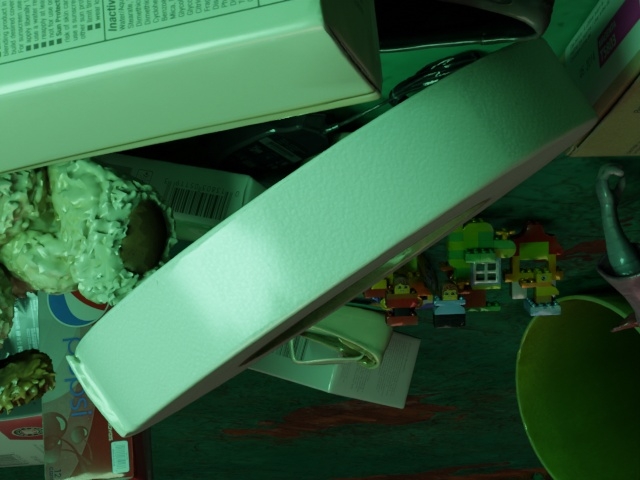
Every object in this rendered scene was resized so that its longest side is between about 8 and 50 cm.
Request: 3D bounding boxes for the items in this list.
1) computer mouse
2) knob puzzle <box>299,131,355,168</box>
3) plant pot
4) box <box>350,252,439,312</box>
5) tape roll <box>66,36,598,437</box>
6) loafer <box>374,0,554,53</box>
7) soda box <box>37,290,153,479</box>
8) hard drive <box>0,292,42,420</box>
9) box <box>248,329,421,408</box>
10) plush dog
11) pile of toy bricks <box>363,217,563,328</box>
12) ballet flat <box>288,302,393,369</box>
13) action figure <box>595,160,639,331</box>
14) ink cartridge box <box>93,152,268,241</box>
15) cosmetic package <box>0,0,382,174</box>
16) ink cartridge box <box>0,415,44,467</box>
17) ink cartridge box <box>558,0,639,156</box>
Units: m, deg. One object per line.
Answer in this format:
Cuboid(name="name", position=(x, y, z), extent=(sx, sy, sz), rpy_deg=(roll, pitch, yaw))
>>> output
Cuboid(name="computer mouse", position=(0.015, -0.106, 1.155), extent=(0.242, 0.041, 0.071), rpy_deg=(-19, 158, 19))
Cuboid(name="knob puzzle", position=(0.065, -0.072, 1.273), extent=(0.213, 0.030, 0.213), rpy_deg=(-5, 163, -2))
Cuboid(name="plant pot", position=(0.447, 0.175, 1.845), extent=(0.293, 0.275, 0.274), rpy_deg=(-12, 169, -34))
Cuboid(name="box", position=(0.069, 0.042, 1.618), extent=(0.105, 0.043, 0.179), rpy_deg=(-8, 161, 12))
Cuboid(name="tape roll", position=(0.011, 0.001, 1.002), extent=(0.392, 0.072, 0.392), rpy_deg=(-34, 176, -3))
Cuboid(name="loafer", position=(-0.003, -0.147, 0.904), extent=(0.302, 0.095, 0.109), rpy_deg=(-10, 162, 15))
Cuboid(name="soda box", position=(-0.209, 0.100, 1.353), extent=(0.083, 0.263, 0.092), rpy_deg=(-7, 163, 5))
Cuboid(name="hard drive", position=(-0.347, 0.098, 1.487), extent=(0.254, 0.172, 0.054), rpy_deg=(-7, -174, 3))
Cuboid(name="box", position=(0.017, 0.134, 1.746), extent=(0.130, 0.091, 0.170), rpy_deg=(12, 176, 35))
Cuboid(name="plush dog", position=(-0.268, 0.013, 1.023), extent=(0.262, 0.225, 0.210), rpy_deg=(27, 179, -39))
Cuboid(name="pile of toy bricks", position=(0.150, 0.020, 1.486), extent=(0.212, 0.105, 0.118), rpy_deg=(-3, -166, -4))
Cuboid(name="ballet flat", position=(-0.040, 0.089, 1.582), extent=(0.248, 0.086, 0.086), rpy_deg=(13, 159, -11))
Cuboid(name="action figure", position=(0.398, 0.032, 1.341), extent=(0.248, 0.276, 0.370), rpy_deg=(-4, 150, -23))
Cuboid(name="ink cartridge box", position=(-0.094, -0.012, 1.274), extent=(0.181, 0.056, 0.224), rpy_deg=(10, 166, 27))
Cuboid(name="cosmetic package", position=(-0.133, -0.136, 0.802), extent=(0.309, 0.160, 0.113), rpy_deg=(-9, 163, 17))
Cuboid(name="ink cartridge box", position=(-0.454, 0.168, 1.672), extent=(0.384, 0.161, 0.279), rpy_deg=(-5, 162, 0))
Cuboid(name="ink cartridge box", position=(0.293, -0.139, 1.029), extent=(0.193, 0.088, 0.235), rpy_deg=(-1, 163, -9))
